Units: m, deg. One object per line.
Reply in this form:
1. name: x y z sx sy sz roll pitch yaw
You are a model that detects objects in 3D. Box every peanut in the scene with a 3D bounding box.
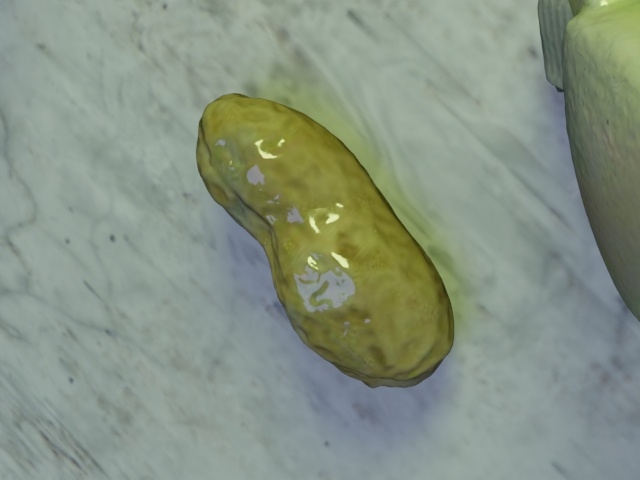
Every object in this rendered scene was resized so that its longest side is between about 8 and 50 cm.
1. peanut: 0.000 0.000 0.710 0.080 0.080 0.174 -36 92 40

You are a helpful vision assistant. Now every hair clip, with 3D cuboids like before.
1. hair clip: 0.118 -0.056 0.511 0.071 0.218 0.159 -16 115 4
